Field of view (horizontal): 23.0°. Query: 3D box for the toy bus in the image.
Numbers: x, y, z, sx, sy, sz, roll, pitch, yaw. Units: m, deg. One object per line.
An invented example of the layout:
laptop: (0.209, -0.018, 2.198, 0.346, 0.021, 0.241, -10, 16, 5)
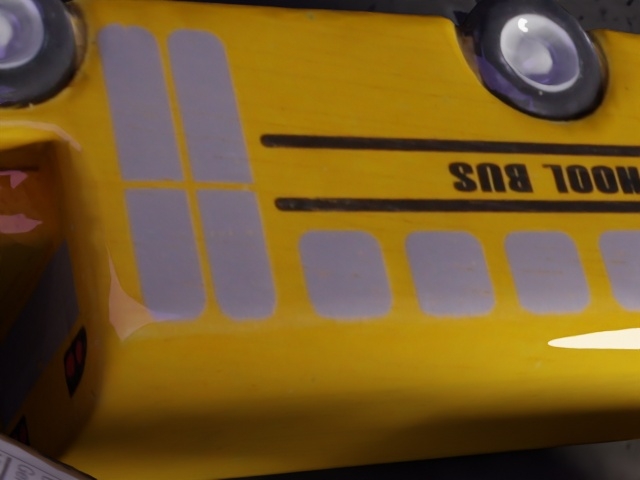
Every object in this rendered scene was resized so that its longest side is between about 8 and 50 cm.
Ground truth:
toy bus: (0.000, 0.000, 0.496, 0.333, 0.108, 0.130, -1, 65, -27)

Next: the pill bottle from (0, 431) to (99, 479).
pill bottle: (-0.079, 0.118, 0.373, 0.229, 0.131, 0.131, 29, 54, -9)
